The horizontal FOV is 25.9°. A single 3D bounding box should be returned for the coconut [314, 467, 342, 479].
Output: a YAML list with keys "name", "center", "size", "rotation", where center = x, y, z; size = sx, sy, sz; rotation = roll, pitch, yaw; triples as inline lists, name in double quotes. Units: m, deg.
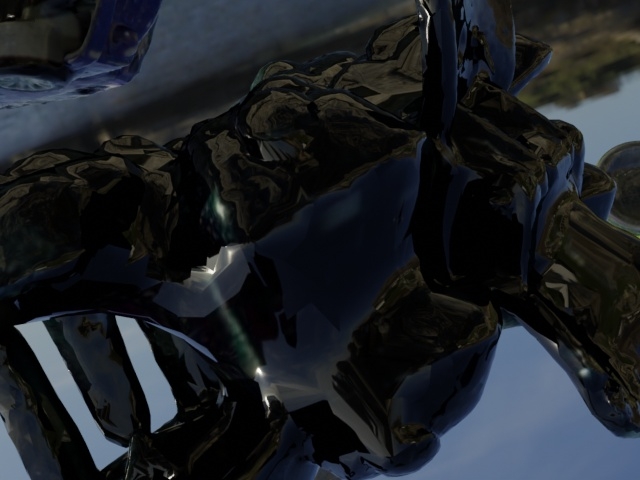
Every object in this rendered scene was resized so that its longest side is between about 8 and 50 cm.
- name: "coconut"
  center: [-0.040, 0.205, 1.267]
  size: [0.152, 0.147, 0.147]
  rotation: [-9, -174, 3]

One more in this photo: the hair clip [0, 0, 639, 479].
- name: "hair clip"
  center: [0.004, -0.001, 0.504]
  size: [0.206, 0.194, 0.310]
  rotation: [-20, -171, 27]

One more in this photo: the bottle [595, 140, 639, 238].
- name: "bottle"
  center: [0.295, 0.006, 1.396]
  size: [0.093, 0.093, 0.330]
  rotation: [-22, 161, -5]

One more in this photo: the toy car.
- name: "toy car"
  center: [-0.190, -0.169, 0.934]
  size: [0.235, 0.172, 0.158]
  rotation: [-2, 174, 39]
